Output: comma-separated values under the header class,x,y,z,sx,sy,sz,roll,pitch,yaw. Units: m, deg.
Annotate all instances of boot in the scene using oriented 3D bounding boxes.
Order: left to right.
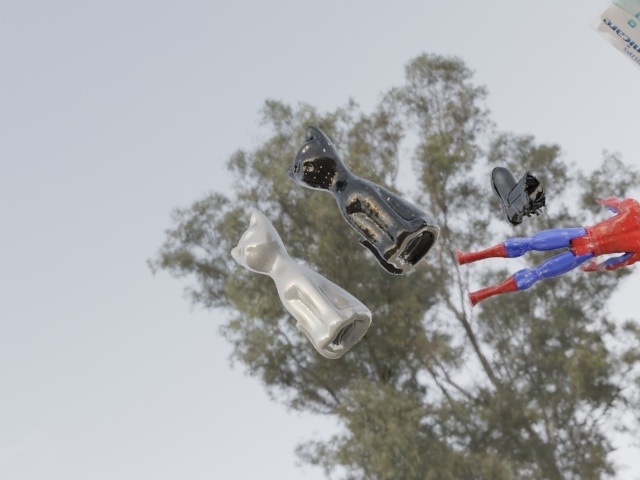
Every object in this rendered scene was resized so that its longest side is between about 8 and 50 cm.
class,x,y,z,sx,sy,sz,roll,pitch,yaw
boot,0.338,-0.089,1.355,0.045,0.121,0.099,-9,-18,-13

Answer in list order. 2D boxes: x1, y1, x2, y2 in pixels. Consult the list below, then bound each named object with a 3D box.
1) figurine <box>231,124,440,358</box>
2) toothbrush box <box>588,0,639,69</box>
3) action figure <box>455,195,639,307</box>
class,x,y,z,sx,sy,sz,roll,pitch,yaw
figurine,0.000,0.000,0.946,0.215,0.209,0.092,-54,-26,16
toothbrush box,0.523,-0.379,1.038,0.216,0.126,0.295,-48,0,-17
action figure,0.320,0.008,1.032,0.280,0.091,0.139,-16,-1,7
